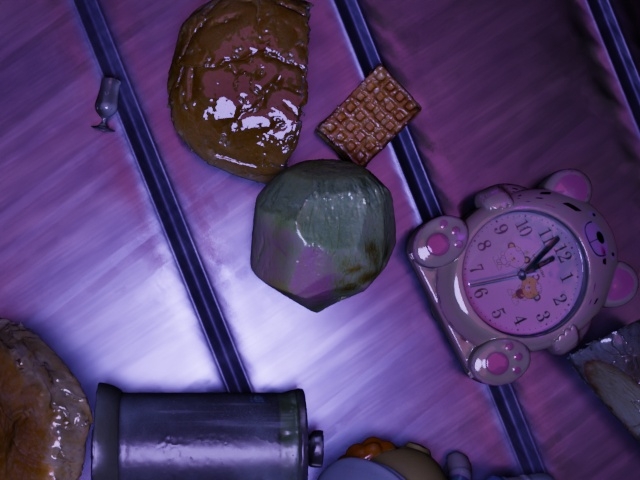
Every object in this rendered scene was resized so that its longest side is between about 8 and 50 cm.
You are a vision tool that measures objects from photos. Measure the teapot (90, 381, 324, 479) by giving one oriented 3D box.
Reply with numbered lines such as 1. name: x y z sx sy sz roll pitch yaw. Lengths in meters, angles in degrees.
1. teapot: -0.161 0.323 1.745 0.337 0.270 0.200 0 120 -6

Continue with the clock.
1. clock: 0.315 0.048 1.855 0.310 0.114 0.284 -27 88 -6

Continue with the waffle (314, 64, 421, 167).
1. waffle: 0.075 -0.191 1.879 0.102 0.042 0.148 45 86 0

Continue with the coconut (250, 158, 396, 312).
1. coconut: 0.000 0.000 1.781 0.205 0.236 0.235 14 87 26

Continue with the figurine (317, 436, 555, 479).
1. figurine: 0.183 0.390 1.790 0.382 0.205 0.224 -13 97 -18

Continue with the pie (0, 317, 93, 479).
1. pie: -0.468 0.275 1.727 0.340 0.083 0.339 0 89 34

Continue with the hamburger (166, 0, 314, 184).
1. hamburger: -0.125 -0.249 1.825 0.211 0.132 0.308 9 89 -6

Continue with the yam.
1. yam: 0.506 0.228 1.843 0.154 0.154 0.254 -42 93 -4

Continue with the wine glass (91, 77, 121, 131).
1. wine glass: -0.329 -0.211 1.854 0.039 0.042 0.083 14 84 -33
